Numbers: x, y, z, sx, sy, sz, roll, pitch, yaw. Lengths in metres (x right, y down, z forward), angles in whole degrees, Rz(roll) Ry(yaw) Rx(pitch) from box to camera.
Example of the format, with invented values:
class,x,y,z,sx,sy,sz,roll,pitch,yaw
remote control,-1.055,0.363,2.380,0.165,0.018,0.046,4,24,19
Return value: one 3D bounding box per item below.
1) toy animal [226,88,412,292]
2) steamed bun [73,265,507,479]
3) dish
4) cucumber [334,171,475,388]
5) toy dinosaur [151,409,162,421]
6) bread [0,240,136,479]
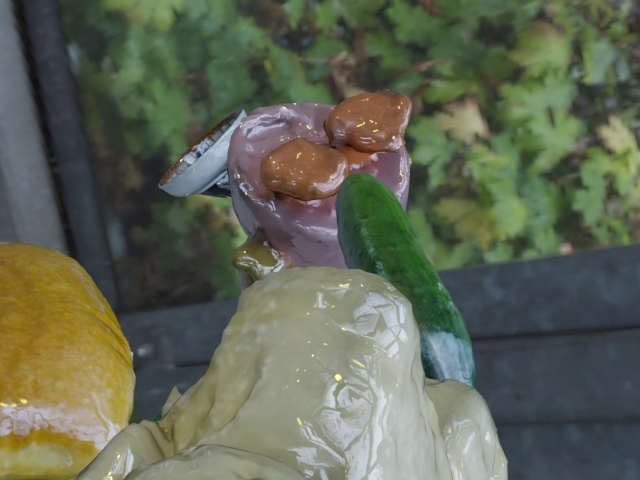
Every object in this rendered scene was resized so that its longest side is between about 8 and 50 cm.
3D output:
class,x,y,z,sx,sy,sz,roll,pitch,yaw
toy animal,-0.003,-0.001,1.326,0.195,0.169,0.281,-36,140,-25
steamed bun,-0.023,0.157,0.436,0.292,0.137,0.295,-19,102,-66
dish,-0.122,-0.087,1.887,0.078,0.141,0.141,47,58,-12
cucumber,0.050,0.032,0.945,0.056,0.056,0.250,21,29,-34
toy dinosaur,-0.142,0.178,1.536,0.119,0.060,0.029,-54,136,-22
bread,-0.210,0.076,0.696,0.246,0.174,0.121,1,116,-18
